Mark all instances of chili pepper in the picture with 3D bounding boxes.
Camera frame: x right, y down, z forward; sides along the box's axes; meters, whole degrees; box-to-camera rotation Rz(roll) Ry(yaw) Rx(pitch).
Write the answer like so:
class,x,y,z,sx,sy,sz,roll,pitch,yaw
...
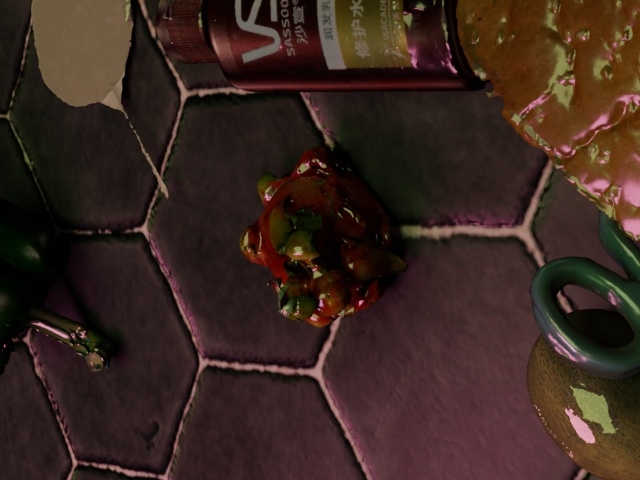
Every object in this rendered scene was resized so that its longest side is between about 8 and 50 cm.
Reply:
class,x,y,z,sx,sy,sz,roll,pitch,yaw
chili pepper,-0.333,0.066,1.298,0.261,0.174,0.165,36,123,-9

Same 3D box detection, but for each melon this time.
class,x,y,z,sx,sy,sz,roll,pitch,yaw
melon,0.195,0.106,0.850,0.098,0.098,0.131,-53,55,34

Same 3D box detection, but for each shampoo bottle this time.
class,x,y,z,sx,sy,sz,roll,pitch,yaw
shampoo bottle,-0.003,-0.180,1.008,0.323,0.084,0.129,8,107,43

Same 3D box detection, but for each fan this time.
class,x,y,z,sx,sy,sz,roll,pitch,yaw
fan,-0.210,-0.165,1.254,0.182,0.010,0.310,-45,62,38

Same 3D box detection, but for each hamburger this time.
class,x,y,z,sx,sy,sz,roll,pitch,yaw
hamburger,0.226,-0.128,0.769,0.211,0.132,0.309,-52,60,37

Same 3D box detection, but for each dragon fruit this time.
class,x,y,z,sx,sy,sz,roll,pitch,yaw
dragon fruit,0.000,0.000,1.024,0.142,0.175,0.138,0,108,13

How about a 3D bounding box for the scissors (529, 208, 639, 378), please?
class,x,y,z,sx,sy,sz,roll,pitch,yaw
scissors,0.269,0.085,0.790,0.289,0.138,0.041,39,154,20
